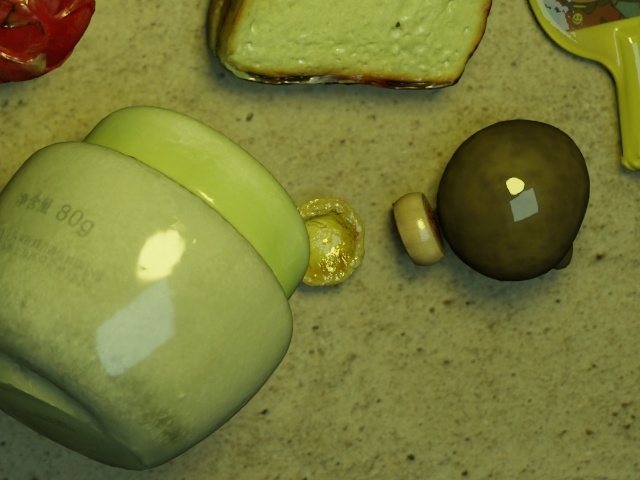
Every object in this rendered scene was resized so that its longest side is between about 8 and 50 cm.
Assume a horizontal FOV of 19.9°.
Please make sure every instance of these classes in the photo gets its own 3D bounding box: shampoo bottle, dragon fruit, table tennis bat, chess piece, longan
[{"bbox_3d":[-0.188,0.051,1.802,0.322,0.322,0.317,49,61,-23],"label":"shampoo bottle"},{"bbox_3d":[-0.303,-0.242,1.777,0.172,0.172,0.209,30,106,-24],"label":"dragon fruit"},{"bbox_3d":[0.343,-0.256,2.076,0.224,0.054,0.369,-15,104,-15],"label":"table tennis bat"},{"bbox_3d":[0.110,-0.012,2.033,0.038,0.084,0.084,-21,111,9],"label":"chess piece"},{"bbox_3d":[0.223,-0.039,2.029,0.185,0.159,0.204,-51,127,-12],"label":"longan"}]

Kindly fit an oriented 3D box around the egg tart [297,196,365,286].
[{"bbox_3d":[0.000,0.000,2.019,0.105,0.039,0.105,-5,105,-19],"label":"egg tart"}]

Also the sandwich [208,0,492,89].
[{"bbox_3d":[0.041,-0.288,1.901,0.301,0.099,0.271,0,126,-22],"label":"sandwich"}]
